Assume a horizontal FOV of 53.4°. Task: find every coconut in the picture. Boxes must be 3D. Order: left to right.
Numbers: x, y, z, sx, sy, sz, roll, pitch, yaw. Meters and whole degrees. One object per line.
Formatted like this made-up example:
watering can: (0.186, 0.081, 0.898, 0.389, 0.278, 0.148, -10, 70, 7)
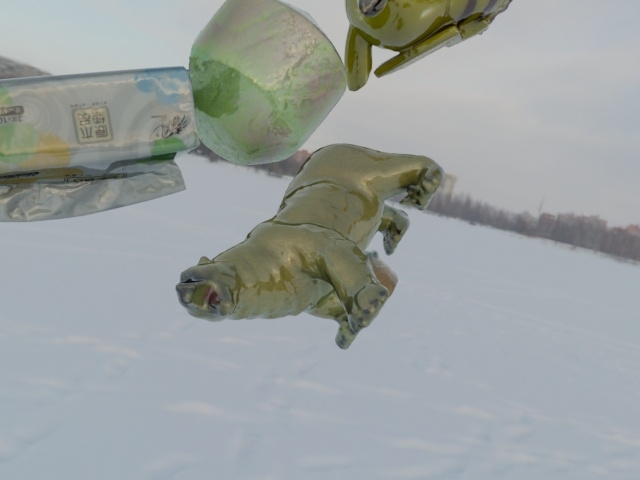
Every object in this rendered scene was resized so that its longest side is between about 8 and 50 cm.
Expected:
coconut: (-0.073, -0.223, 0.862, 0.235, 0.236, 0.204, 9, 4, -45)

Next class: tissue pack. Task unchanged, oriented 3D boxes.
tissue pack: (-0.263, -0.102, 0.707, 0.229, 0.145, 0.159, -12, 6, -25)

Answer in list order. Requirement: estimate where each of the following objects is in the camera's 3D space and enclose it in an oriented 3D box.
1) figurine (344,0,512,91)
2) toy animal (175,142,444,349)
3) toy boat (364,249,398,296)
figurine: (0.153, -0.364, 0.956, 0.326, 0.169, 0.218, -22, -17, -18)
toy animal: (0.000, 0.000, 0.402, 0.101, 0.103, 0.219, 31, 44, 3)
toy boat: (0.032, 0.048, 0.734, 0.088, 0.089, 0.229, 37, -9, 3)
